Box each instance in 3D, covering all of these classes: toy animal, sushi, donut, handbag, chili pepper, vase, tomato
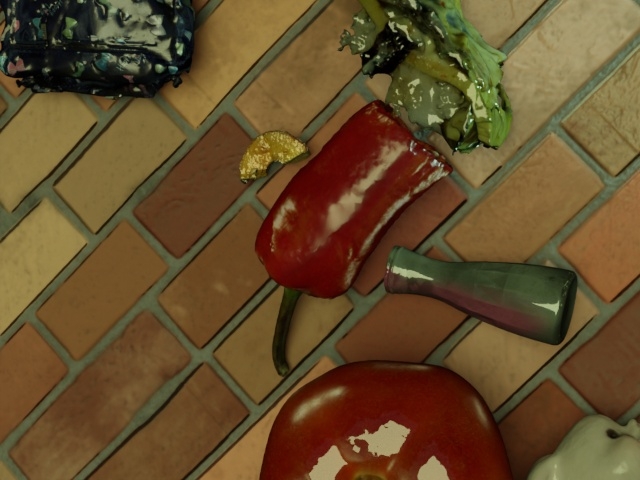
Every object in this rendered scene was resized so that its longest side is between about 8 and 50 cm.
[{"bbox_3d":[0.321,0.298,1.487,0.193,0.127,0.178,46,103,7],"label":"toy animal"},{"bbox_3d":[0.117,-0.219,1.541,0.131,0.139,0.291,-47,72,21],"label":"sushi"},{"bbox_3d":[-0.055,-0.096,1.627,0.067,0.038,0.083,34,104,10],"label":"donut"},{"bbox_3d":[-0.273,-0.256,1.645,0.260,0.113,0.162,5,86,17],"label":"handbag"},{"bbox_3d":[-0.004,-0.003,1.568,0.134,0.131,0.338,45,104,20],"label":"chili pepper"},{"bbox_3d":[0.180,0.055,1.546,0.214,0.086,0.086,13,95,19],"label":"vase"},{"bbox_3d":[0.084,0.272,1.497,0.298,0.226,0.298,-4,77,19],"label":"tomato"}]
